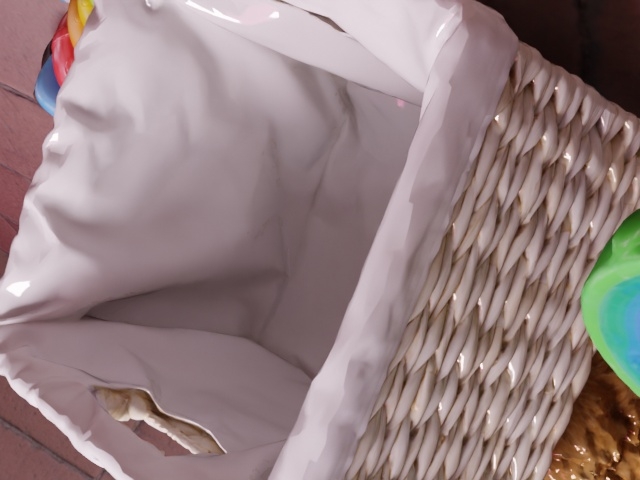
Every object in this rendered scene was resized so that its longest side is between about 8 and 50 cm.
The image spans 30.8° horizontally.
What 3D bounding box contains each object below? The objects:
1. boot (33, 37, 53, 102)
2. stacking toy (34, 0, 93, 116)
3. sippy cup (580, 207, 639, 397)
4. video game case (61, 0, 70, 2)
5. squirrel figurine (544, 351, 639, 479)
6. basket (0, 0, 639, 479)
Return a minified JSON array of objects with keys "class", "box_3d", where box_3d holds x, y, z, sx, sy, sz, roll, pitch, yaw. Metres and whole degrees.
[{"class":"boot","box_3d":[-0.243,-0.120,1.412,0.264,0.096,0.280,37,164,-9]},{"class":"stacking toy","box_3d":[-0.127,-0.204,0.910,0.166,0.175,0.302,32,152,5]},{"class":"sippy cup","box_3d":[0.268,-0.013,0.505,0.240,0.224,0.305,37,163,-12]},{"class":"video game case","box_3d":[-0.242,-0.273,1.130,0.166,0.015,0.119,18,156,45]},{"class":"squirrel figurine","box_3d":[0.235,0.165,1.000,0.370,0.281,0.397,35,167,-24]},{"class":"basket","box_3d":[0.000,0.000,0.770,0.266,0.331,0.328,14,-171,-47]}]
